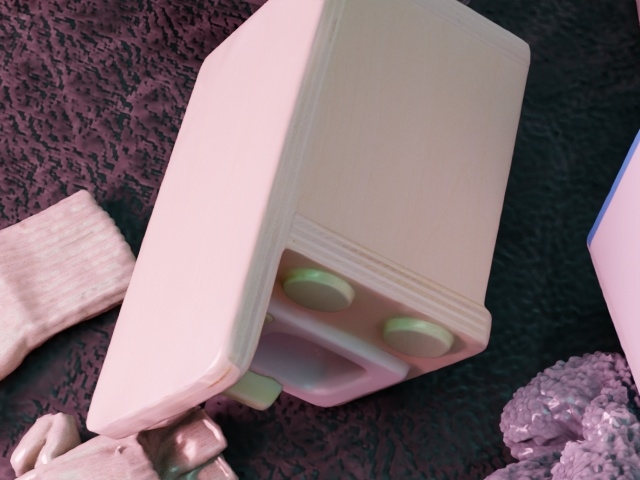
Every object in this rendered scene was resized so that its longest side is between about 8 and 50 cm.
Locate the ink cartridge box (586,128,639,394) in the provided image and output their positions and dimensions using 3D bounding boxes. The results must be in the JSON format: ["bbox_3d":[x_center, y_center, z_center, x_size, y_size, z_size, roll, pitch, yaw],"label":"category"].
[{"bbox_3d":[0.264,0.005,0.573,0.233,0.171,0.168,9,36,-12],"label":"ink cartridge box"}]

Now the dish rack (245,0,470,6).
[{"bbox_3d":[-0.003,-0.254,0.858,0.208,0.074,0.271,16,62,-12],"label":"dish rack"}]

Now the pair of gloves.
[{"bbox_3d":[-0.164,0.098,0.720,0.204,0.042,0.240,-23,67,-12],"label":"pair of gloves"}]

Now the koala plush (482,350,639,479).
[{"bbox_3d":[0.073,0.182,0.613,0.221,0.203,0.196,-25,87,16],"label":"koala plush"}]

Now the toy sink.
[{"bbox_3d":[0.000,0.000,0.691,0.131,0.153,0.234,26,60,-21],"label":"toy sink"}]

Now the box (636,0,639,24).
[{"bbox_3d":[0.305,-0.169,0.792,0.215,0.168,0.345,0,63,-2],"label":"box"}]
